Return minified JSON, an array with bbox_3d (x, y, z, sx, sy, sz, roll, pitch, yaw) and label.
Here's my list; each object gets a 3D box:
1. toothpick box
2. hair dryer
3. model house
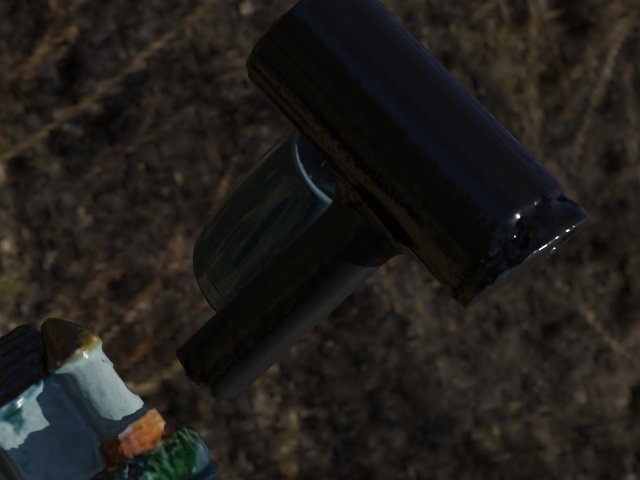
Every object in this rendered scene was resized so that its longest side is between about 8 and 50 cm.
[{"bbox_3d":[-0.014,-0.015,1.342,0.120,0.184,0.120,14,53,-20],"label":"toothpick box"},{"bbox_3d":[0.000,0.000,0.995,0.197,0.251,0.089,48,25,10],"label":"hair dryer"},{"bbox_3d":[-0.268,0.160,1.646,0.291,0.184,0.253,52,-19,-3],"label":"model house"}]
